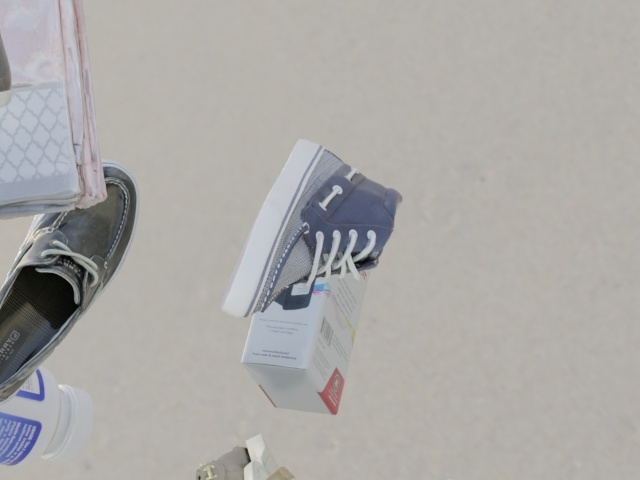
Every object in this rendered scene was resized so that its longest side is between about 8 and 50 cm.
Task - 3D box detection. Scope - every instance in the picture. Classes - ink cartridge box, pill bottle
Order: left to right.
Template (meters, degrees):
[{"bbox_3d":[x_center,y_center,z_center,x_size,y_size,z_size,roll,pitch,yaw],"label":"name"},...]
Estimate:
[{"bbox_3d":[-0.468,0.240,2.318,0.152,0.272,0.152,-26,55,44],"label":"pill bottle"},{"bbox_3d":[-0.011,0.073,1.663,0.072,0.127,0.175,5,64,19],"label":"ink cartridge box"}]

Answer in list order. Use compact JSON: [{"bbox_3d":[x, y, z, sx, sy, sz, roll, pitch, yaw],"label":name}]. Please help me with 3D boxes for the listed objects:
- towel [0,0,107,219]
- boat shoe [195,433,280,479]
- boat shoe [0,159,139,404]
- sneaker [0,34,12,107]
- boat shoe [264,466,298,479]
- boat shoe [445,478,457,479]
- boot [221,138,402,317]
[{"bbox_3d":[-0.351,-0.162,1.315,0.332,0.316,0.053,-8,1,13],"label":"towel"},{"bbox_3d":[-0.076,0.264,1.560,0.091,0.109,0.305,-25,5,-1],"label":"boat shoe"},{"bbox_3d":[-0.302,0.050,1.885,0.335,0.121,0.119,-62,16,-16],"label":"boat shoe"},{"bbox_3d":[-0.201,-0.139,0.860,0.065,0.061,0.158,-51,58,35],"label":"sneaker"},{"bbox_3d":[-0.067,0.210,1.164,0.135,0.050,0.045,-32,73,7],"label":"boat shoe"},{"bbox_3d":[0.141,0.362,1.598,0.098,0.096,0.277,112,145,-47],"label":"boat shoe"},{"bbox_3d":[0.000,0.000,1.057,0.190,0.086,0.069,-66,1,-55],"label":"boot"}]
